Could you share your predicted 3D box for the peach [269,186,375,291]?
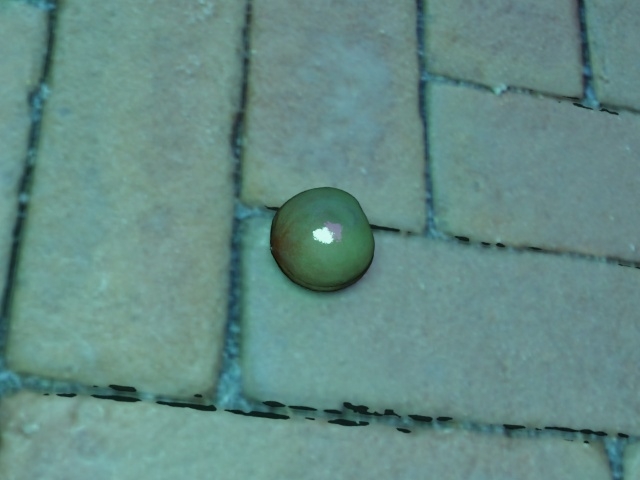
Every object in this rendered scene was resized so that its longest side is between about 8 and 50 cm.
[{"bbox_3d":[0.001,-0.001,0.899,0.083,0.083,0.083,8,63,-16],"label":"peach"}]
